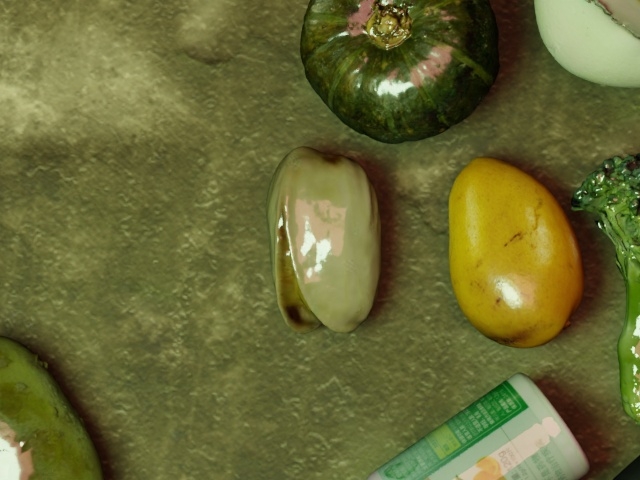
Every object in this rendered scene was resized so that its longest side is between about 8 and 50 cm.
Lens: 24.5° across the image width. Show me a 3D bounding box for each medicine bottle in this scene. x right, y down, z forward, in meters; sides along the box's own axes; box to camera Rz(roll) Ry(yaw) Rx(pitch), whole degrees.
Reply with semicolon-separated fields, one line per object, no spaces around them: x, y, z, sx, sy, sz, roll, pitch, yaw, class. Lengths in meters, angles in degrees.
0.141;0.267;1.571;0.274;0.133;0.133;-34;83;0;medicine bottle

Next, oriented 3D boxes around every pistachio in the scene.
0.000;0.000;1.610;0.130;0.131;0.206;-8;82;45;pistachio

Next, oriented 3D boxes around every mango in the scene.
0.207;0.010;1.606;0.145;0.112;0.219;-16;79;4;mango

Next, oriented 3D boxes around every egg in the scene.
0.351;-0.279;1.610;0.286;0.174;0.264;-31;79;-27;egg

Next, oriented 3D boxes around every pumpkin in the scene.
0.088;-0.214;1.616;0.224;0.157;0.223;-5;76;18;pumpkin

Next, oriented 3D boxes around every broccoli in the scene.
0.355;0.054;1.596;0.165;0.145;0.304;-4;94;-36;broccoli

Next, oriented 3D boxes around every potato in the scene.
-0.346;0.235;1.580;0.210;0.173;0.307;-38;85;-4;potato

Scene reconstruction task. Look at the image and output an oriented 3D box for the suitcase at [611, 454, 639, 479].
0.395;0.370;1.497;0.345;0.188;0.339;-40;100;-10;suitcase
